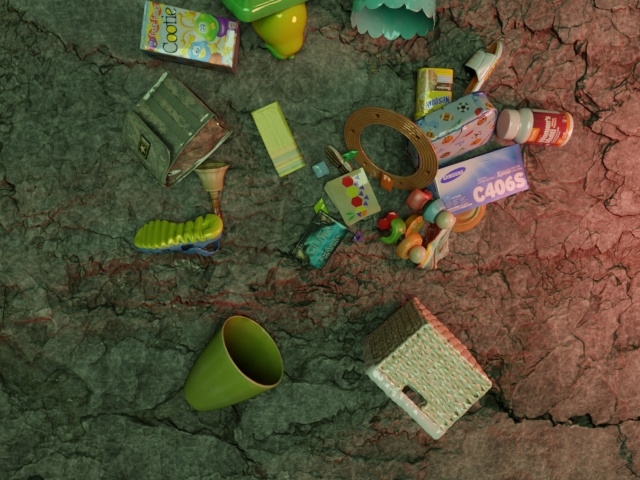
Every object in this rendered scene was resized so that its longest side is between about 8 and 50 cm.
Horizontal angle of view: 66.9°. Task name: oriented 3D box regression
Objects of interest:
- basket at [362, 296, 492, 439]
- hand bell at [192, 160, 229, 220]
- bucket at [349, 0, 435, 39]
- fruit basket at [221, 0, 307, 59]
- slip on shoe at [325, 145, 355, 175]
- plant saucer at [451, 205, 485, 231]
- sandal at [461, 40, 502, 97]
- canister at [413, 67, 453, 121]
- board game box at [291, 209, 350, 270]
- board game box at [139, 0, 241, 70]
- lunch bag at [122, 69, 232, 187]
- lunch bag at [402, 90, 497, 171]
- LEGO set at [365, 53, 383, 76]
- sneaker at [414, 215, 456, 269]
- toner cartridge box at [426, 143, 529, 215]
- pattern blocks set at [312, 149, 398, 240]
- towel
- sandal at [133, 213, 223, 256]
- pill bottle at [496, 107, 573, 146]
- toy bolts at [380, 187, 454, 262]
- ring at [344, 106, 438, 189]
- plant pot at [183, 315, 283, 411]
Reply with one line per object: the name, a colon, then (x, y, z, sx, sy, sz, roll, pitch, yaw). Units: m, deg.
basket: (0.345, 0.414, 1.644, 0.328, 0.331, 0.266, 44, 98, -4)
hand bell: (-0.357, -0.136, 1.632, 0.126, 0.126, 0.242, -4, 112, -4)
bucket: (0.229, -0.751, 1.485, 0.280, 0.281, 0.183, 4, 96, -6)
fruit basket: (-0.145, -0.756, 1.464, 0.392, 0.392, 0.283, -41, 75, 3)
slip on shoe: (0.071, -0.275, 1.666, 0.135, 0.051, 0.041, 47, 54, -3)
plant saucer: (0.498, -0.127, 1.731, 0.199, 0.037, 0.200, -1, 101, -5)
sandal: (0.511, -0.556, 1.623, 0.076, 0.102, 0.265, 27, 99, -12)
canister: (0.382, -0.489, 1.638, 0.126, 0.073, 0.170, 0, 98, -6)
board game box: (0.000, 0.000, 1.700, 0.126, 0.026, 0.186, 31, 105, -10)
board game box: (-0.397, -0.624, 1.508, 0.275, 0.144, 0.142, 9, 99, -7)
lunch bag: (-0.469, -0.335, 1.512, 0.287, 0.169, 0.235, -46, 74, 5)
lunch bag: (0.419, -0.343, 1.596, 0.303, 0.243, 0.115, -24, 69, 1)
LEGO set: (0.179, -0.585, 1.632, 0.083, 0.023, 0.054, -45, 103, -10)
sneaker: (0.418, 0.004, 1.722, 0.092, 0.088, 0.225, 17, 116, -17)
toner cartridge box: (0.537, -0.204, 1.662, 0.347, 0.075, 0.165, -20, 97, -14)
pattern blocks set: (0.116, -0.148, 1.667, 0.285, 0.026, 0.325, -14, 112, 10)
towel: (-0.142, -0.342, 1.646, 0.102, 0.021, 0.237, -25, 100, -6)
sandal: (-0.469, 0.004, 1.631, 0.317, 0.126, 0.138, -3, 142, 7)
pill bottle: (0.731, -0.390, 1.662, 0.221, 0.121, 0.121, 3, 100, -6)
toy bolts: (0.348, -0.044, 1.606, 0.158, 0.218, 0.229, 45, 123, 26)
ring: (0.224, -0.292, 1.549, 0.336, 0.336, 0.032, 40, 65, -10)
plant pot: (-0.325, 0.456, 1.667, 0.293, 0.275, 0.275, -41, 101, 19)
